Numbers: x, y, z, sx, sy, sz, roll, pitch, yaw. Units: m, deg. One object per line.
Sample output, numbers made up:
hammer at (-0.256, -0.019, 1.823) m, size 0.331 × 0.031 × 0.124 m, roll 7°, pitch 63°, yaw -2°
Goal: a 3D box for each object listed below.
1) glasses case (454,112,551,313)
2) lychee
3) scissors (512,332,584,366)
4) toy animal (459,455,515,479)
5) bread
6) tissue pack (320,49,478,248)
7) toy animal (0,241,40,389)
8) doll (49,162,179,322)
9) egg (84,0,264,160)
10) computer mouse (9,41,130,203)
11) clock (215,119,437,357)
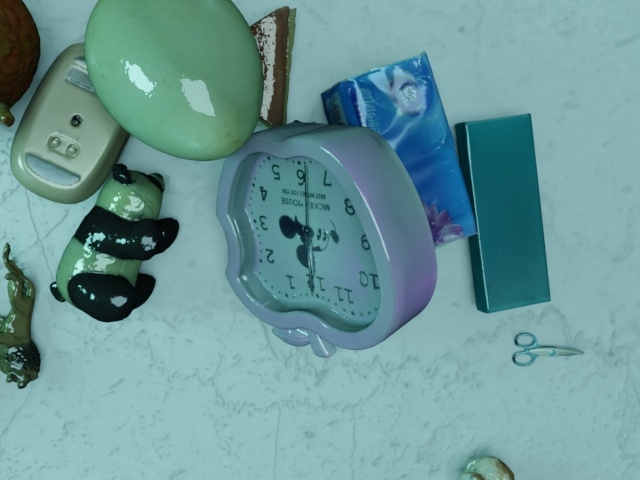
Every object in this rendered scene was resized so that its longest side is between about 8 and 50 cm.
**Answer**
glasses case at (0.285, -0.043, 1.265) m, size 0.117 × 0.070 × 0.300 m, roll -9°, pitch 95°, yaw -12°
lychee at (-0.496, -0.244, 1.060) m, size 0.255 × 0.255 × 0.300 m, roll -40°, pitch 86°, yaw -1°
scissors at (0.377, 0.184, 1.323) m, size 0.119 × 0.014 × 0.058 m, roll 5°, pitch 100°, yaw -4°
toy animal at (0.291, 0.450, 1.300) m, size 0.184 × 0.104 × 0.185 m, roll 20°, pitch 88°, yaw -7°
bread at (-0.099, -0.257, 1.190) m, size 0.119 × 0.067 × 0.192 m, roll 6°, pitch 97°, yaw -10°
tissue pack at (0.112, -0.120, 1.165) m, size 0.146 × 0.198 × 0.263 m, roll -20°, pitch 98°, yaw -7°
toy animal at (-0.466, 0.111, 1.188) m, size 0.086 × 0.069 × 0.219 m, roll -5°, pitch 103°, yaw -28°
doll at (-0.291, 0.007, 1.160) m, size 0.135 × 0.143 × 0.234 m, roll 27°, pitch 93°, yaw -3°
egg at (-0.182, -0.221, 1.042) m, size 0.218 × 0.218 × 0.295 m, roll -37°, pitch 63°, yaw -2°
computer mouse at (-0.350, -0.168, 1.158) m, size 0.145 × 0.082 × 0.236 m, roll 23°, pitch 81°, yaw -11°
clock at (0.000, 0.000, 1.101) m, size 0.102 × 0.339 × 0.338 m, roll -26°, pitch 101°, yaw -42°
